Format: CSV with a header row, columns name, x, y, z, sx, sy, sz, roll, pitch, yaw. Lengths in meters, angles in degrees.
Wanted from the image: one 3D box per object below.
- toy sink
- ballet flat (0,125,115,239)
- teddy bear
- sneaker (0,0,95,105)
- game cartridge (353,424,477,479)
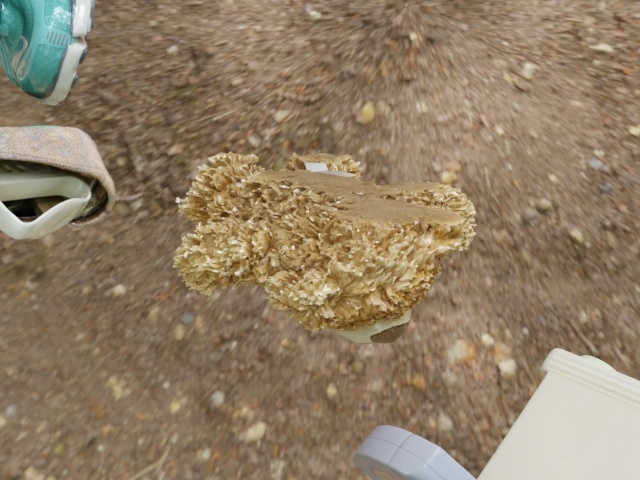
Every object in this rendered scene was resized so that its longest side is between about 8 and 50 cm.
name,x,y,z,sx,sy,sz,roll,pitch,yaw
toy sink,0.187,0.165,0.861,0.131,0.153,0.234,22,67,38
ballet flat,-0.292,-0.044,1.153,0.106,0.316,0.107,52,126,23
teddy bear,0.000,0.000,1.156,0.245,0.338,0.113,-9,109,-36
sneaker,-0.238,-0.172,0.944,0.110,0.275,0.107,3,115,-40
game cartridge,0.135,0.297,1.625,0.198,0.297,0.062,38,79,-5
